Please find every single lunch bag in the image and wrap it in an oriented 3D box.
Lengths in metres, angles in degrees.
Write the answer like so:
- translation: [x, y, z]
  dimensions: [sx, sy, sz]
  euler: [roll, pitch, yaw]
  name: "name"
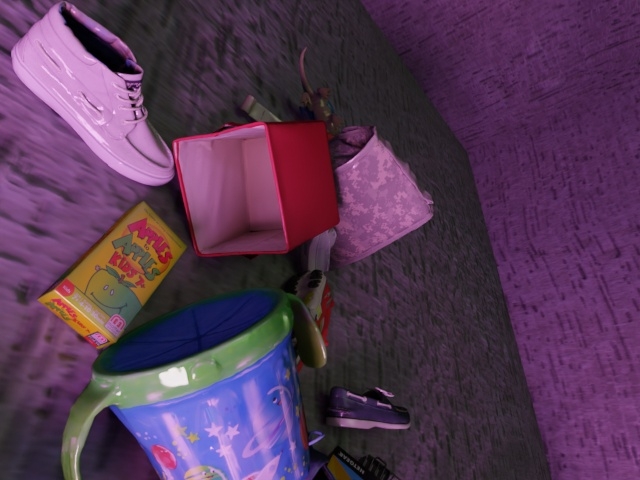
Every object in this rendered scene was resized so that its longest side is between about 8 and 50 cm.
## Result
- translation: [0.070, -0.097, 0.933]
  dimensions: [0.235, 0.286, 0.169]
  euler: [45, 38, -30]
  name: "lunch bag"

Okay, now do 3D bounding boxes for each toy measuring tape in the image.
- translation: [-0.034, -0.223, 1.009]
  dimensions: [0.330, 0.121, 0.122]
  euler: [30, 47, -46]
  name: "toy measuring tape"

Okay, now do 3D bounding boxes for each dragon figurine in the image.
- translation: [-0.003, -0.338, 1.144]
  dimensions: [0.289, 0.085, 0.144]
  euler: [61, 0, -7]
  name: "dragon figurine"

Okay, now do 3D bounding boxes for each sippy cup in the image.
- translation: [-0.119, 0.203, 0.533]
  dimensions: [0.240, 0.305, 0.224]
  euler: [-157, -130, -76]
  name: "sippy cup"

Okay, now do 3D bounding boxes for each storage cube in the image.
- translation: [-0.097, -0.090, 0.733]
  dimensions: [0.193, 0.183, 0.215]
  euler: [-30, 114, -59]
  name: "storage cube"

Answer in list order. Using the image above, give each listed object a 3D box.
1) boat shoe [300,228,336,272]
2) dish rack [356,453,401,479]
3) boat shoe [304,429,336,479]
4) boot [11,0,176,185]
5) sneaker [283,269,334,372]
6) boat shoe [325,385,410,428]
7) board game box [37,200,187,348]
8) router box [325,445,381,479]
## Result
- translation: [0.000, 0.000, 0.883]
  dimensions: [0.066, 0.063, 0.184]
  euler: [-128, -147, -49]
  name: "boat shoe"
- translation: [0.137, 0.537, 0.783]
  dimensions: [0.271, 0.074, 0.208]
  euler: [37, 30, 11]
  name: "dish rack"
- translation: [-0.016, 0.341, 0.654]
  dimensions: [0.258, 0.089, 0.109]
  euler: [49, 35, 8]
  name: "boat shoe"
- translation: [-0.281, -0.189, 0.606]
  dimensions: [0.258, 0.123, 0.095]
  euler: [44, 38, -33]
  name: "boot"
- translation: [-0.028, 0.171, 0.793]
  dimensions: [0.119, 0.107, 0.279]
  euler: [62, 32, -26]
  name: "sneaker"
- translation: [0.104, 0.341, 0.896]
  dimensions: [0.254, 0.095, 0.079]
  euler: [21, 65, -40]
  name: "boat shoe"
- translation: [-0.259, 0.038, 0.572]
  dimensions: [0.092, 0.043, 0.181]
  euler: [52, 34, -24]
  name: "board game box"
- translation: [0.067, 0.455, 0.726]
  dimensions: [0.178, 0.046, 0.133]
  euler: [35, 31, 9]
  name: "router box"
